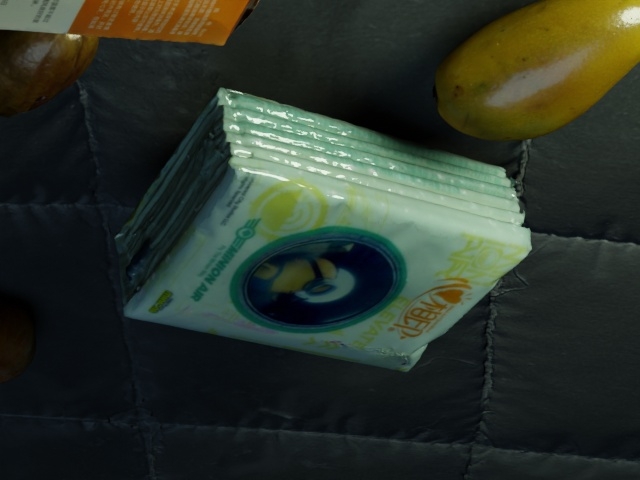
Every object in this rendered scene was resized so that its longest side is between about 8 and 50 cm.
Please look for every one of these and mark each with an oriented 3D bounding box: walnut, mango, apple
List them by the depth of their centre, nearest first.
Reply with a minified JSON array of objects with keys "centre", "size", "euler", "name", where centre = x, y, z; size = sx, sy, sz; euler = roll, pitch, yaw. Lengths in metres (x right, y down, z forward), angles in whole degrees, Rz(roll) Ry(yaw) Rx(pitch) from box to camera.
[{"centre":[0.238,-0.182,1.364],"size":[0.253,0.113,0.138],"euler":[-24,127,21],"name":"mango"},{"centre":[-0.315,-0.194,1.417],"size":[0.115,0.116,0.207],"euler":[34,131,-28],"name":"walnut"},{"centre":[-0.456,0.138,1.818],"size":[0.126,0.102,0.126],"euler":[2,144,2],"name":"apple"}]

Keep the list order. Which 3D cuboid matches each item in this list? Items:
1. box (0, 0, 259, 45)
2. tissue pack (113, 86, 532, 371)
[{"centre":[-0.221,-0.299,1.106],"size":[0.341,0.225,0.143],"euler":[-1,150,-34],"name":"box"},{"centre":[0.000,0.000,1.509],"size":[0.388,0.162,0.287],"euler":[13,138,-28],"name":"tissue pack"}]
